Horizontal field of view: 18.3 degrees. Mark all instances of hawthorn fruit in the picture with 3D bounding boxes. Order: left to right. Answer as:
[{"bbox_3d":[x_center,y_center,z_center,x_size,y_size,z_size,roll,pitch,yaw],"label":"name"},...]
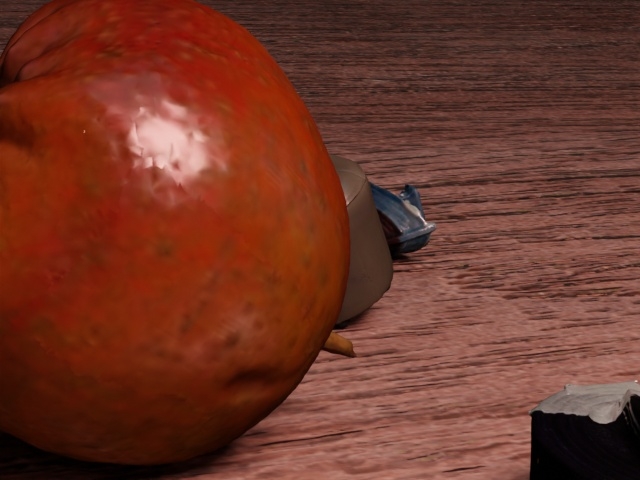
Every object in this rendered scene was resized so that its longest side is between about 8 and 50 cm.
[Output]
[{"bbox_3d":[-0.097,0.012,1.146,0.298,0.277,0.277,31,2,-27],"label":"hawthorn fruit"}]

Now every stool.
[{"bbox_3d":[0.000,0.000,1.414,0.096,0.110,0.096,-19,28,10],"label":"stool"}]

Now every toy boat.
[{"bbox_3d":[0.054,-0.021,1.615,0.061,0.060,0.137,-24,19,-14],"label":"toy boat"}]

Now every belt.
[{"bbox_3d":[0.187,0.132,1.051,0.151,0.078,0.198,-2,15,-13],"label":"belt"}]
